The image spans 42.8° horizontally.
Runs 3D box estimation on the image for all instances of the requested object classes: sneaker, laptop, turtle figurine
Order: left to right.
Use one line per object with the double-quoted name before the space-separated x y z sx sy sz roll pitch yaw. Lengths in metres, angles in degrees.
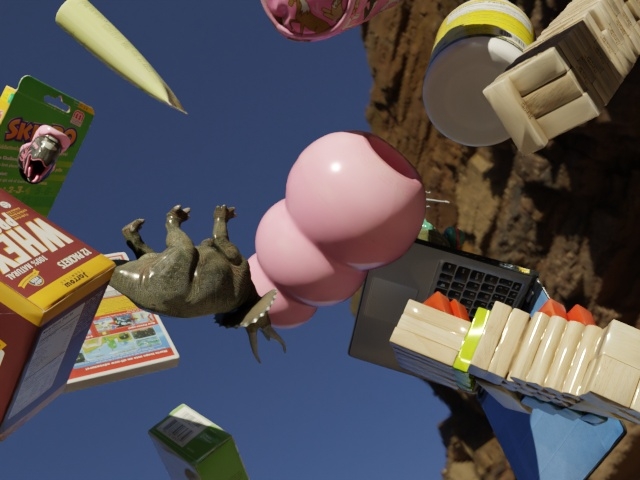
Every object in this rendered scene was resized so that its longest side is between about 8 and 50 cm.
"sneaker" -0.338 -0.089 0.971 0.047 0.057 0.119 26 -32 -21
"turtle figurine" 0.161 0.000 1.417 0.234 0.118 0.175 -8 -76 4
"laptop" 0.233 0.232 1.330 0.408 0.236 0.382 16 -39 6

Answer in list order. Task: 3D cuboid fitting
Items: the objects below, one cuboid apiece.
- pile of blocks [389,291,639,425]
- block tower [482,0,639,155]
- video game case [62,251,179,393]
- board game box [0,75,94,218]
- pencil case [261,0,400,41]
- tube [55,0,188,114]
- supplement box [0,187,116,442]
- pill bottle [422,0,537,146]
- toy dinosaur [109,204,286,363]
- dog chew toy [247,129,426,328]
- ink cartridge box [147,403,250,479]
"pile of blocks" 0.249 0.130 0.962 0.149 0.362 0.113 44 -115 -41
"block tower" 0.312 -0.223 0.982 0.097 0.335 0.091 -27 -77 45
"video game case" -0.385 0.129 1.386 0.204 0.285 0.025 -10 -48 -30
"board game box" -0.402 -0.081 1.079 0.124 0.039 0.259 26 -89 -54
"pencil case" 0.070 -0.403 1.150 0.386 0.160 0.167 -42 -58 -45
"tube" -0.306 -0.280 1.268 0.070 0.240 0.062 -45 -5 -44
"supplement box" -0.356 0.070 0.863 0.194 0.191 0.129 -61 -7 25
"pill bottle" 0.290 -0.318 1.456 0.188 0.334 0.188 7 -56 10
"toy dinosaur" -0.168 0.042 1.033 0.313 0.160 0.121 14 -44 -36
"dog chew toy" 0.000 0.000 1.199 0.206 0.206 0.332 22 -61 -39
"ink cartridge box" -0.139 0.323 1.061 0.062 0.109 0.209 -36 -54 -30
